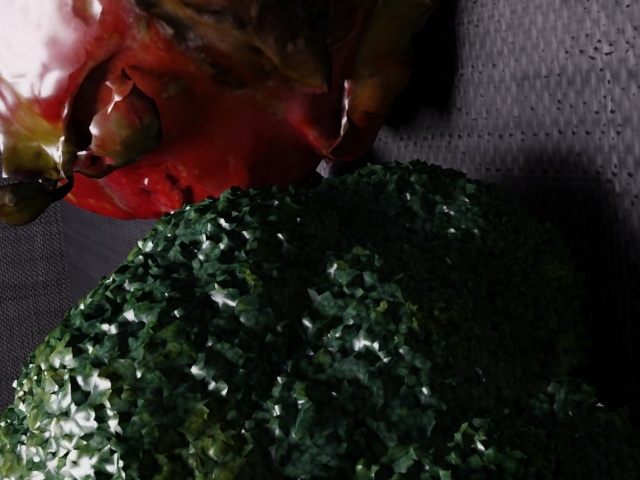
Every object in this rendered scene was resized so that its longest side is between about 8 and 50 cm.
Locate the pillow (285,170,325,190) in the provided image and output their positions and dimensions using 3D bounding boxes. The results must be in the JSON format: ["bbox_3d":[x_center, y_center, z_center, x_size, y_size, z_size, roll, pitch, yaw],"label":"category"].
[{"bbox_3d":[0.000,0.000,0.643,0.038,0.113,0.203,-49,38,14],"label":"pillow"}]

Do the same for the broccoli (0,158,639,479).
[{"bbox_3d":[0.000,0.095,0.443,0.261,0.241,0.269,33,91,44],"label":"broccoli"}]

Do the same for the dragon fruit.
[{"bbox_3d":[-0.079,-0.163,0.552,0.250,0.269,0.291,44,142,47],"label":"dragon fruit"}]
